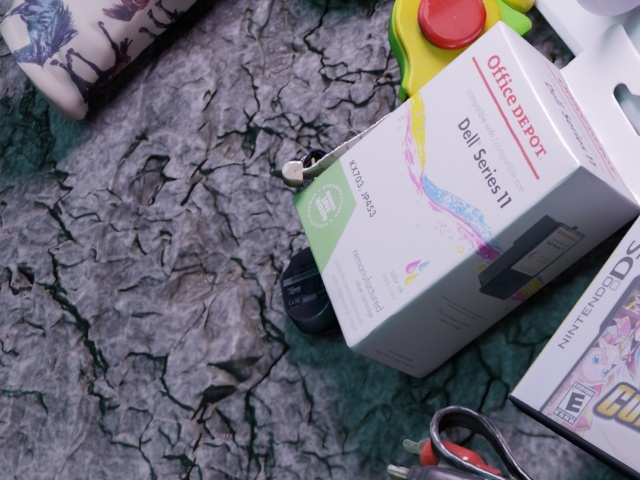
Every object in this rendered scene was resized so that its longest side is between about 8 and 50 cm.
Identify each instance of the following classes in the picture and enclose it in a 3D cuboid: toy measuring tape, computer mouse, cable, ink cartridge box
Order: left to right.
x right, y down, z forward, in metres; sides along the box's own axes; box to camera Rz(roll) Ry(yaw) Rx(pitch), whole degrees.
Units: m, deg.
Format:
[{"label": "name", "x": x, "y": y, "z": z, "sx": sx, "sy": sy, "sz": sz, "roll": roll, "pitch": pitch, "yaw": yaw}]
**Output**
[{"label": "computer mouse", "x": 0.000, "y": 0.000, "z": 1.553, "sx": 0.071, "sy": 0.041, "sz": 0.242, "roll": -19, "pitch": 49, "yaw": 27}, {"label": "toy measuring tape", "x": 0.075, "y": -0.185, "z": 1.486, "sx": 0.330, "sy": 0.121, "sz": 0.121, "roll": -34, "pitch": 48, "yaw": -7}, {"label": "ink cartridge box", "x": 0.158, "y": -0.057, "z": 1.381, "sx": 0.353, "sy": 0.119, "sz": 0.207, "roll": -40, "pitch": 48, "yaw": 21}, {"label": "cable", "x": 0.177, "y": 0.238, "z": 1.297, "sx": 0.287, "sy": 0.072, "sz": 0.139, "roll": 16, "pitch": 57, "yaw": 27}]

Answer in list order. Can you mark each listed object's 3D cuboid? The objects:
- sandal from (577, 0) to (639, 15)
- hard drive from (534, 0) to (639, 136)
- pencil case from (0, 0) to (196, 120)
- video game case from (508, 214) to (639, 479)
[{"label": "sandal", "x": 0.321, "y": -0.330, "z": 1.413, "sx": 0.265, "sy": 0.102, "sz": 0.076, "roll": -50, "pitch": 45, "yaw": -6}, {"label": "hard drive", "x": 0.337, "y": -0.241, "z": 1.441, "sx": 0.203, "sy": 0.040, "sz": 0.307, "roll": -41, "pitch": 48, "yaw": 14}, {"label": "pencil case", "x": -0.218, "y": -0.331, "z": 1.798, "sx": 0.410, "sy": 0.183, "sz": 0.160, "roll": -43, "pitch": 66, "yaw": 8}, {"label": "video game case", "x": 0.319, "y": 0.089, "z": 1.171, "sx": 0.248, "sy": 0.035, "sz": 0.275, "roll": -53, "pitch": 42, "yaw": -6}]
